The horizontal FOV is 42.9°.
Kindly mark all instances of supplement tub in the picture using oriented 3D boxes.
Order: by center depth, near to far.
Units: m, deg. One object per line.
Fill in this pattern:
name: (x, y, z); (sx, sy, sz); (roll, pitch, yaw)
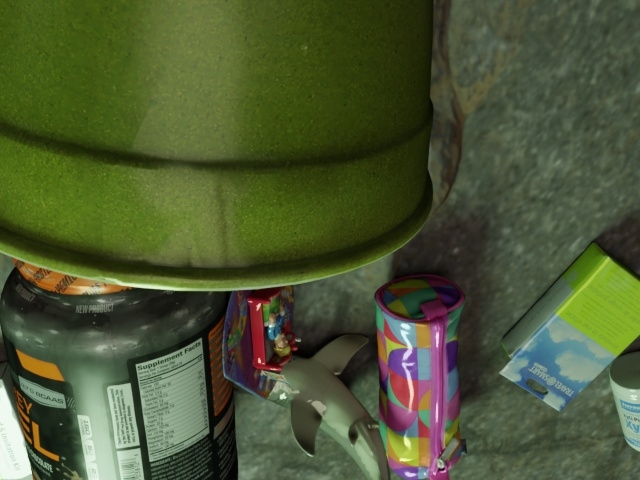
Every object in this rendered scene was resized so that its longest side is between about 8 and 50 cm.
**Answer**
supplement tub: (-0.188, 0.130, 0.788); (0.207, 0.207, 0.338); (-3, 116, -6)
supplement tub: (0.389, 0.194, 0.970); (0.071, 0.071, 0.107); (-22, 117, 4)

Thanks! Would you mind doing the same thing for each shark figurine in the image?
shark figurine: (0.018, 0.224, 0.907); (0.166, 0.278, 0.116); (-28, 162, -24)

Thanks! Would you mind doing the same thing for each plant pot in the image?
plant pot: (-0.078, -0.212, 0.532); (0.366, 0.366, 0.353); (3, 119, -9)

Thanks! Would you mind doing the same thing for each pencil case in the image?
pencil case: (0.112, 0.155, 0.900); (0.104, 0.104, 0.236); (-8, 116, -3)

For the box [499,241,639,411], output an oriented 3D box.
box: (0.293, 0.101, 0.927); (0.109, 0.042, 0.178); (33, 108, -20)

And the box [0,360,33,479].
box: (-0.417, 0.216, 0.896); (0.186, 0.038, 0.145); (-10, 117, -4)

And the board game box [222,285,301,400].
board game box: (-0.045, 0.086, 0.809); (0.033, 0.133, 0.169); (6, 160, 19)
